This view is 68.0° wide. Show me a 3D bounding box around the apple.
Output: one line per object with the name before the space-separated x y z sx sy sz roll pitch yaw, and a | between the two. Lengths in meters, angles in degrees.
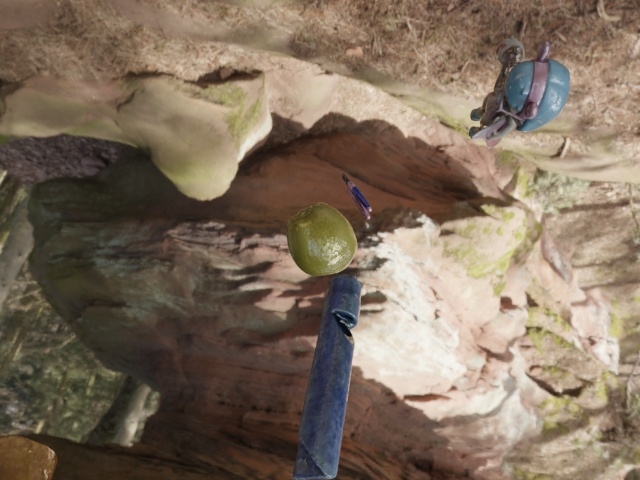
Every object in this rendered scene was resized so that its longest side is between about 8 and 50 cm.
apple | 0.000 0.000 1.279 0.200 0.199 0.200 7 151 4

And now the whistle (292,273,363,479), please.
whistle | 0.016 0.183 0.683 0.062 0.304 0.062 7 138 7

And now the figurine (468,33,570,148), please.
figurine | 0.323 -0.244 0.792 0.103 0.205 0.260 19 178 -2

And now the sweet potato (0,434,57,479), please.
sweet potato | -0.387 0.351 0.470 0.131 0.336 0.131 -2 121 -3

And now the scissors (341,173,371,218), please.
scissors | 0.072 -0.094 0.970 0.012 0.113 0.039 -24 155 -14
